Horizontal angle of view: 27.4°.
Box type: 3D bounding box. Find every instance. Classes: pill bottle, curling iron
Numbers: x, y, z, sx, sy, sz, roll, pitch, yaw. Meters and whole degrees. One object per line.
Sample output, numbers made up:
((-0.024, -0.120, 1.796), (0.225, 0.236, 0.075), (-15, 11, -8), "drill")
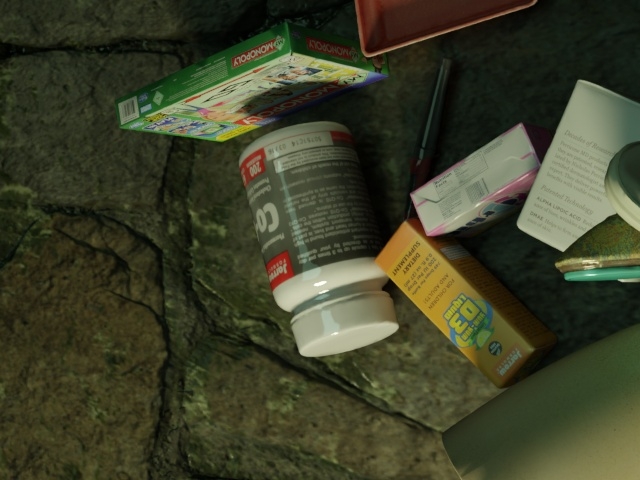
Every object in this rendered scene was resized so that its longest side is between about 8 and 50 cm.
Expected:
((0.000, 0.000, 1.742), (0.161, 0.161, 0.283), (-26, 71, 34), "pill bottle")
((0.146, -0.103, 1.714), (0.068, 0.035, 0.274), (10, 95, 34), "curling iron")

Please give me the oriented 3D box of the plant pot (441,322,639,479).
((0.322, 0.220, 1.450), (0.274, 0.256, 0.256), (-43, 62, 9), "plant pot")

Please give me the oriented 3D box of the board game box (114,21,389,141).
((-0.095, -0.210, 1.797), (0.317, 0.213, 0.046), (-18, 76, 37), "board game box")

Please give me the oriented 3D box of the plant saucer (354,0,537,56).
((0.157, -0.390, 1.705), (0.258, 0.047, 0.259), (-13, 78, 32), "plant saucer")

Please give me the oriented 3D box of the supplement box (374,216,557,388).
((0.179, 0.074, 1.631), (0.233, 0.080, 0.078), (44, 115, 18), "supplement box")

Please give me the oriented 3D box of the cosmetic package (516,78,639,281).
((0.348, -0.063, 1.478), (0.151, 0.151, 0.184), (30, 105, 36), "cosmetic package")

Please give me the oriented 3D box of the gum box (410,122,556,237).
((0.211, -0.067, 1.614), (0.188, 0.107, 0.062), (-32, 68, 32), "gum box")

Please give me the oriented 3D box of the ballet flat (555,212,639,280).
((0.404, -0.012, 1.348), (0.123, 0.348, 0.123), (-179, 90, -78), "ballet flat")

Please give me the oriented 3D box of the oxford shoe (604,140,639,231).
((0.498, -0.047, 1.241), (0.449, 0.130, 0.169), (9, 50, 4), "oxford shoe")
